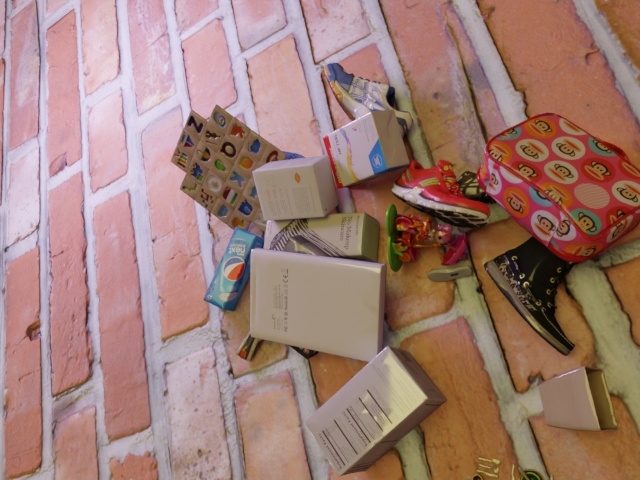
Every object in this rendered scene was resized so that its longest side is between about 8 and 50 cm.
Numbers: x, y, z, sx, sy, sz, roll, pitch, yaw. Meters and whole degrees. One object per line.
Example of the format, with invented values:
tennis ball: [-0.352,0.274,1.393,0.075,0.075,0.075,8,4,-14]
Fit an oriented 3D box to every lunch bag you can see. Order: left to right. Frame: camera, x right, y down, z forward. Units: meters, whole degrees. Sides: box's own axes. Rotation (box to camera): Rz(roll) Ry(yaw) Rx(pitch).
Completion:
lunch bag: [0.482,-0.122,1.113,0.258,0.120,0.293,-29,59,-19]

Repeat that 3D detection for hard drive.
hard drive: [-0.013,0.138,1.269,0.318,0.040,0.211,6,101,27]

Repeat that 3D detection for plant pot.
plant pot: [0.461,0.293,1.039,0.096,0.109,0.109,-22,64,36]

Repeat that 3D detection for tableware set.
tableware set: [0.357,0.475,1.082,0.154,0.024,0.104,5,77,30]

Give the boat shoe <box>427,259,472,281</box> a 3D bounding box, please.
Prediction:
boat shoe: [0.283,0.063,1.259,0.100,0.035,0.035,-16,39,29]

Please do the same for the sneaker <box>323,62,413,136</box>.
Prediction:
sneaker: [0.122,-0.358,1.456,0.131,0.112,0.297,-36,68,6]

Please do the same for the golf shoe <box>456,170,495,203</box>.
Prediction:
golf shoe: [0.348,-0.122,1.255,0.198,0.077,0.094,-19,65,22]

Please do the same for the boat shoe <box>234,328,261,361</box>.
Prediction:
boat shoe: [-0.163,0.240,1.448,0.043,0.049,0.137,33,89,-9]

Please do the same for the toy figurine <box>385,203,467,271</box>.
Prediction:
toy figurine: [0.235,-0.006,1.235,0.159,0.173,0.130,3,47,24]

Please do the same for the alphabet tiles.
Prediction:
alphabet tiles: [-0.237,-0.178,1.513,0.342,0.011,0.285,37,123,7]

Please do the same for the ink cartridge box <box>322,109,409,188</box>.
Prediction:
ink cartridge box: [0.090,-0.206,1.353,0.231,0.077,0.134,-17,90,53]

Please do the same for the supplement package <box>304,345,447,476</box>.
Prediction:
supplement package: [0.114,0.354,1.192,0.244,0.139,0.134,-44,59,9]

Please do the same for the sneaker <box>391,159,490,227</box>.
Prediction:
sneaker: [0.254,-0.111,1.213,0.279,0.107,0.119,33,96,54]

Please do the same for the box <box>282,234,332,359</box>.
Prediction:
box: [-0.039,0.131,1.338,0.183,0.056,0.231,35,112,19]

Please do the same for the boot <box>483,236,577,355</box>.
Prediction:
boot: [0.457,0.084,1.119,0.178,0.085,0.236,-40,58,10]

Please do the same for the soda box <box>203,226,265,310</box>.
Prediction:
soda box: [-0.225,0.077,1.511,0.067,0.071,0.210,22,85,18]

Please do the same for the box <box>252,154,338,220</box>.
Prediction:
box: [-0.059,-0.126,1.388,0.170,0.091,0.130,-2,111,27]

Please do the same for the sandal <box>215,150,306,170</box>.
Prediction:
sandal: [-0.171,-0.195,1.539,0.317,0.138,0.126,5,70,29]

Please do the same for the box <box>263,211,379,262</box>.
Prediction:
box: [0.000,0.000,1.401,0.274,0.094,0.113,-4,73,29]
